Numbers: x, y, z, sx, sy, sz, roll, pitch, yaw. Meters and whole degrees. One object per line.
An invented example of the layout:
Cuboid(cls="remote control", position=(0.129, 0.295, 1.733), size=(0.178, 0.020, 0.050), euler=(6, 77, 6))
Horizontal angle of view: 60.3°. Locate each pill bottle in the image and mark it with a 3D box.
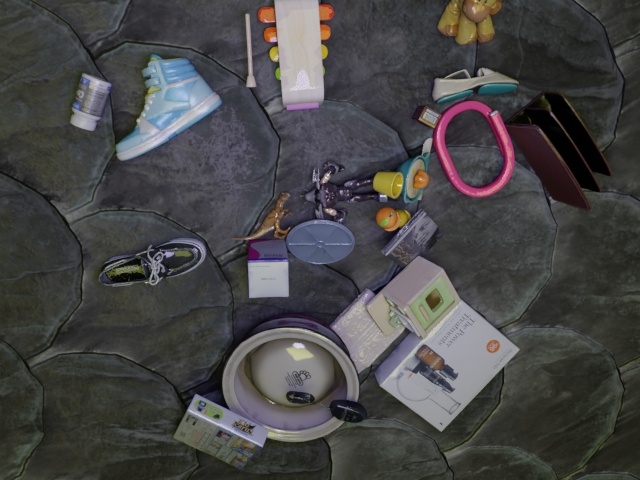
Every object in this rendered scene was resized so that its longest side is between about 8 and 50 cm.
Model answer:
Cuboid(cls="pill bottle", position=(-0.617, -0.369, 1.472), size=(0.078, 0.078, 0.137), euler=(20, 101, -11))

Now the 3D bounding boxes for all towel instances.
Cuboid(cls="towel", position=(0.117, 0.304, 1.747), size=(0.187, 0.049, 0.282), euler=(42, 97, -15))

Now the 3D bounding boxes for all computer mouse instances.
Cuboid(cls="computer mouse", position=(0.019, 0.472, 1.598), size=(0.241, 0.041, 0.071), euler=(17, 132, 0))

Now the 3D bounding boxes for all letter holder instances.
Cuboid(cls="letter holder", position=(0.704, -0.257, 1.576), size=(0.152, 0.214, 0.302), euler=(-39, 105, 5))

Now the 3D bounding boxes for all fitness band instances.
Cuboid(cls="fitness band", position=(0.454, -0.269, 1.630), size=(0.208, 0.054, 0.291), euler=(-28, 105, 2))

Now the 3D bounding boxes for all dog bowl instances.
Cuboid(cls="dog bowl", position=(-0.085, 0.402, 1.669), size=(0.407, 0.150, 0.408), euler=(1, 112, 2))

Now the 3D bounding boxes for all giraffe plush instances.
Cuboid(cls="giraffe plush", position=(0.419, -0.637, 1.466), size=(0.181, 0.170, 0.211), euler=(-8, 105, -4))

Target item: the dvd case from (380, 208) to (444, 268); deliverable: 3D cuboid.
Cuboid(cls="dvd case", position=(0.277, 0.005, 1.624), size=(0.164, 0.018, 0.221), euler=(-47, 148, 7))

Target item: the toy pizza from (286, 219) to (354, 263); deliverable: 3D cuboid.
Cuboid(cls="toy pizza", position=(0.000, 0.000, 1.622), size=(0.201, 0.032, 0.201), euler=(0, 141, 0))

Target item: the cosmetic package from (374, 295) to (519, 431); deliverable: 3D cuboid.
Cuboid(cls="cosmetic package", position=(0.405, 0.390, 1.779), size=(0.284, 0.097, 0.377), euler=(38, 98, -17))

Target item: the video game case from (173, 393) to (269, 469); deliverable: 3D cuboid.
Cuboid(cls="video game case", position=(-0.308, 0.589, 1.680), size=(0.244, 0.061, 0.270), euler=(28, 139, -4))

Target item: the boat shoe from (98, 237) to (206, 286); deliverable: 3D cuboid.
Cuboid(cls="boat shoe", position=(-0.484, 0.068, 1.588), size=(0.306, 0.105, 0.113), euler=(-8, 106, -4))

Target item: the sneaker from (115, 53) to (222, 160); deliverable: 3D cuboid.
Cuboid(cls="sneaker", position=(-0.448, -0.367, 1.471), size=(0.319, 0.127, 0.208), euler=(-35, 108, -7))

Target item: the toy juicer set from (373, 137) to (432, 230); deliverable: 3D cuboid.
Cuboid(cls="toy juicer set", position=(0.261, -0.140, 1.547), size=(0.089, 0.329, 0.209), euler=(16, 125, 30))

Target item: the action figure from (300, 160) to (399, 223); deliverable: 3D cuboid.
Cuboid(cls="action figure", position=(0.083, -0.140, 1.605), size=(0.284, 0.099, 0.186), euler=(-7, 112, -1))

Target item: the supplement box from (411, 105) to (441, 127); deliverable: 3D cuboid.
Cuboid(cls="supplement box", position=(0.303, -0.354, 1.574), size=(0.054, 0.083, 0.043), euler=(25, 100, -12))

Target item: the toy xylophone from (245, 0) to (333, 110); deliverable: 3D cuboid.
Cuboid(cls="toy xylophone", position=(-0.087, -0.516, 1.489), size=(0.236, 0.081, 0.323), euler=(3, 104, -7))

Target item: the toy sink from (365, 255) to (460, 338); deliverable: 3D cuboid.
Cuboid(cls="toy sink", position=(0.280, 0.191, 1.647), size=(0.234, 0.131, 0.153), euler=(-41, 122, -10))

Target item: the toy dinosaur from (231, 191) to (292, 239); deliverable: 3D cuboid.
Cuboid(cls="toy dinosaur", position=(-0.147, -0.047, 1.628), size=(0.112, 0.064, 0.211), euler=(40, 88, 4))

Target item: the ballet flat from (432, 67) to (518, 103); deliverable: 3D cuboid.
Cuboid(cls="ballet flat", position=(0.439, -0.452, 1.571), size=(0.248, 0.086, 0.086), euler=(-10, 106, -3))

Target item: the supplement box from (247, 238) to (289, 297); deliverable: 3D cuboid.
Cuboid(cls="supplement box", position=(-0.150, 0.074, 1.568), size=(0.111, 0.220, 0.114), euler=(-1, 106, -5))
